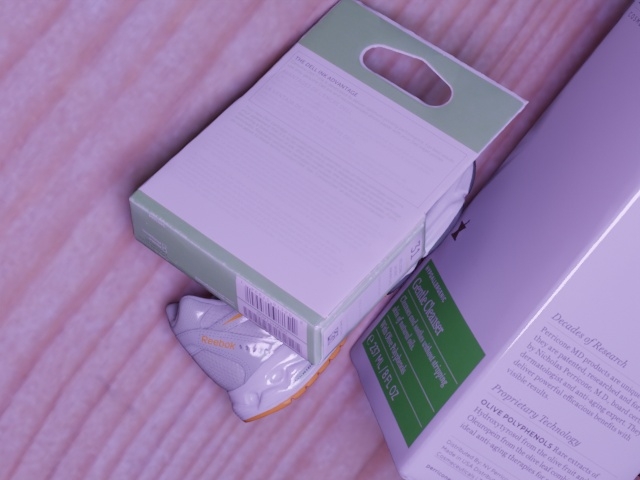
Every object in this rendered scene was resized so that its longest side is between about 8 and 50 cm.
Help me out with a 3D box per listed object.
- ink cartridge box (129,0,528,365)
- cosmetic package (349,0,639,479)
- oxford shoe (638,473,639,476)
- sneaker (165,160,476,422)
[{"bbox_3d":[0.007,-0.048,1.278,0.235,0.171,0.056,-45,155,-26],"label":"ink cartridge box"},{"bbox_3d":[0.203,0.019,1.297,0.155,0.197,0.365,32,102,-21],"label":"cosmetic package"},{"bbox_3d":[0.256,0.158,1.465,0.076,0.076,0.212,-32,116,21],"label":"oxford shoe"},{"bbox_3d":[0.000,0.000,1.321,0.121,0.099,0.262,44,78,-8],"label":"sneaker"}]
